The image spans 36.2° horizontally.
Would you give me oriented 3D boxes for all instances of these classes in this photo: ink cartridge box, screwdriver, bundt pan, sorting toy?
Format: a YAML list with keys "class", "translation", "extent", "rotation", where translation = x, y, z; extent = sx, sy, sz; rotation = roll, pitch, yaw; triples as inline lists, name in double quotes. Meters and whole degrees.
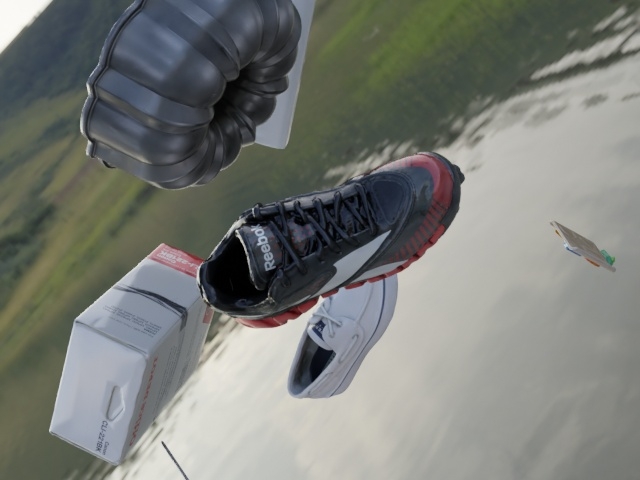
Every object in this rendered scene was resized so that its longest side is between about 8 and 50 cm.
- class: "ink cartridge box"
  translation: [-0.255, 0.154, 1.389]
  extent: [0.273, 0.114, 0.197]
  rotation: [-54, -15, -63]
- class: "screwdriver"
  translation: [-0.165, 0.300, 1.227]
  extent: [0.024, 0.025, 0.170]
  rotation: [-55, 34, 3]
- class: "bundt pan"
  translation: [-0.139, -0.198, 1.212]
  extent: [0.331, 0.124, 0.331]
  rotation: [-51, -14, -18]
- class: "sorting toy"
  translation: [0.264, 0.012, 0.959]
  extent: [0.012, 0.083, 0.062]
  rotation: [-56, 25, 18]

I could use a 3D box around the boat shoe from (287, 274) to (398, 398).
- class: "boat shoe"
  translation: [0.025, 0.121, 1.322]
  extent: [0.084, 0.095, 0.258]
  rotation: [-8, -51, -40]

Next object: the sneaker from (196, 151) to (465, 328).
- class: "sneaker"
  translation: [0.000, 0.001, 0.896]
  extent: [0.276, 0.097, 0.135]
  rotation: [-28, -17, 21]

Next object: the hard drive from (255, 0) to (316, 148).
- class: "hard drive"
  translation: [-0.122, -0.297, 1.464]
  extent: [0.040, 0.203, 0.307]
  rotation: [-71, -4, -53]
